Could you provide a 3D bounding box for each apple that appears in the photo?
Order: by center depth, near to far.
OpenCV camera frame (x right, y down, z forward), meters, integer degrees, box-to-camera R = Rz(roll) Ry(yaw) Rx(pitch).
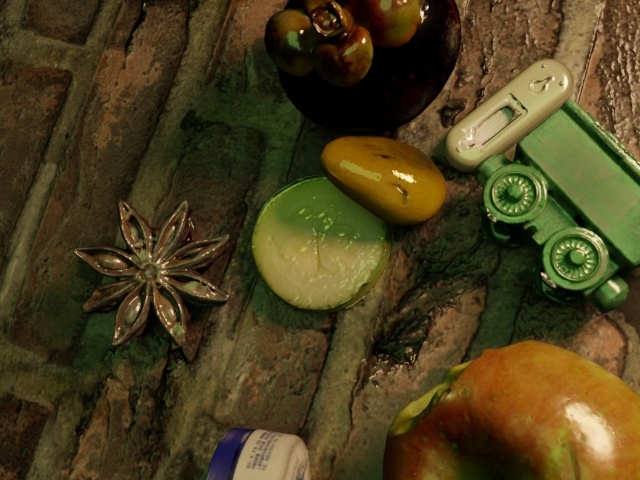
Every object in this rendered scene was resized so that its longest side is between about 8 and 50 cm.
[{"bbox_3d":[0.247,0.286,0.868,0.340,0.339,0.339,-3,77,14],"label":"apple"}]

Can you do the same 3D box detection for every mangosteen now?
[{"bbox_3d":[0.055,-0.282,1.047,0.275,0.302,0.274,1,92,20],"label":"mangosteen"}]

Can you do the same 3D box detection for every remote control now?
[{"bbox_3d":[0.279,-0.187,1.106,0.221,0.042,0.078,-39,71,4],"label":"remote control"}]

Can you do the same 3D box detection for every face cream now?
[{"bbox_3d":[-0.079,0.359,0.994,0.111,0.206,0.205,4,79,11],"label":"face cream"}]

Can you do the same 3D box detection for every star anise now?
[{"bbox_3d":[-0.257,0.051,1.160,0.236,0.109,0.223,0,86,-3],"label":"star anise"}]

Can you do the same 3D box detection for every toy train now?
[{"bbox_3d":[0.337,-0.036,1.007,0.202,0.145,0.266,-39,72,0],"label":"toy train"}]

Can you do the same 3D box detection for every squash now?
[{"bbox_3d":[0.001,0.002,1.143,0.219,0.041,0.219,-4,72,14],"label":"squash"}]

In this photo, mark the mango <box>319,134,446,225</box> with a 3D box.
[{"bbox_3d":[0.090,-0.092,1.074,0.098,0.195,0.137,-56,25,36],"label":"mango"}]
